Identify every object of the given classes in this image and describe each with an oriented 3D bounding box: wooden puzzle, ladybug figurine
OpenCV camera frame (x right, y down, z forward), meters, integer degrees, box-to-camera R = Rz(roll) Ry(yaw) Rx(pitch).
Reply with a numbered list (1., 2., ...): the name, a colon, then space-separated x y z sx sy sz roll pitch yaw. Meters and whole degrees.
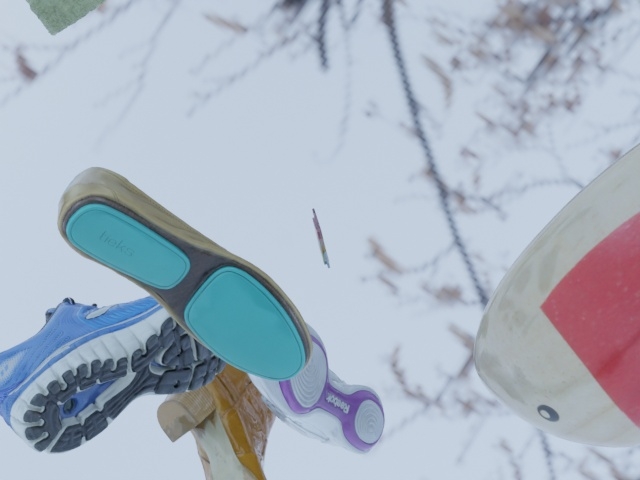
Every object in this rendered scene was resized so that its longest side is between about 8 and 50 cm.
1. wooden puzzle: 0.000 0.000 2.068 0.006 0.049 0.083 -14 -153 -2
2. ladybug figurine: 0.338 0.023 1.516 0.449 0.305 0.162 -42 -125 15

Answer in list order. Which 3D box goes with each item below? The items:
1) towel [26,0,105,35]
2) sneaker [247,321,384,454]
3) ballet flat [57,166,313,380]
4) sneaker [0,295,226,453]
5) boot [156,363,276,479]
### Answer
1. towel: -0.258 -0.294 1.880 0.148 0.110 0.027 -35 -169 18
2. sneaker: -0.043 0.190 2.332 0.152 0.305 0.114 7 -119 38
3. ballet flat: -0.096 0.019 1.347 0.080 0.232 0.073 -42 -155 19
4. sneaker: -0.217 0.100 1.890 0.147 0.330 0.130 30 -52 36
5. boot: -0.096 0.288 2.434 0.104 0.295 0.211 -31 -175 27
